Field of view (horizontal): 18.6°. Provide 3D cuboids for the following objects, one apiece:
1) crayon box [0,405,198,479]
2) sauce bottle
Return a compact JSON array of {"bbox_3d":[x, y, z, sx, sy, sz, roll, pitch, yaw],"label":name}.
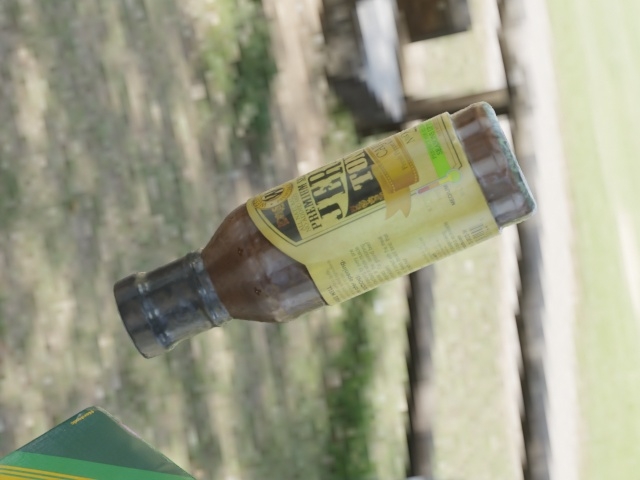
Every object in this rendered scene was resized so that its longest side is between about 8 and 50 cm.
[{"bbox_3d":[-0.177,0.214,1.017,0.278,0.165,0.081,-31,126,-26],"label":"crayon box"},{"bbox_3d":[0.000,0.000,1.586,0.111,0.344,0.111,-24,90,-86],"label":"sauce bottle"}]
